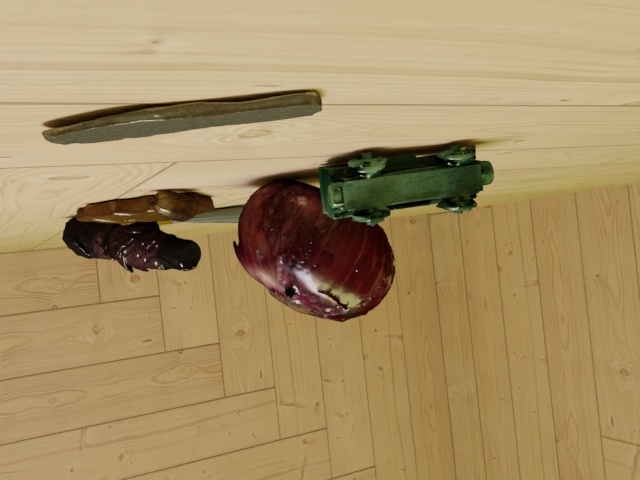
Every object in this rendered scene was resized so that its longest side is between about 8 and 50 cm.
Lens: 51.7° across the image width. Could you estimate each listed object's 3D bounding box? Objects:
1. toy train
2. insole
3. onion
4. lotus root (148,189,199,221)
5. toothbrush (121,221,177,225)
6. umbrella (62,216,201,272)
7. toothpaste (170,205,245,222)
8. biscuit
[{"bbox_3d":[0.100,-0.071,0.799,0.200,0.083,0.132,-6,-169,-10],"label":"toy train"},{"bbox_3d":[-0.094,-0.082,0.447,0.191,0.010,0.063,-7,-179,3],"label":"insole"},{"bbox_3d":[0.000,0.000,0.968,0.252,0.219,0.252,33,163,11],"label":"onion"},{"bbox_3d":[-0.205,-0.048,0.954,0.037,0.030,0.083,-39,156,23],"label":"lotus root"},{"bbox_3d":[-0.355,-0.043,1.479,0.024,0.021,0.288,-19,170,42],"label":"toothbrush"},{"bbox_3d":[-0.338,0.007,1.157,0.325,0.090,0.094,9,-169,36],"label":"umbrella"},{"bbox_3d":[-0.203,-0.052,1.409,0.255,0.037,0.067,-3,-173,25],"label":"toothpaste"},{"bbox_3d":[-0.289,-0.046,1.069,0.215,0.034,0.182,-6,180,4],"label":"biscuit"}]
